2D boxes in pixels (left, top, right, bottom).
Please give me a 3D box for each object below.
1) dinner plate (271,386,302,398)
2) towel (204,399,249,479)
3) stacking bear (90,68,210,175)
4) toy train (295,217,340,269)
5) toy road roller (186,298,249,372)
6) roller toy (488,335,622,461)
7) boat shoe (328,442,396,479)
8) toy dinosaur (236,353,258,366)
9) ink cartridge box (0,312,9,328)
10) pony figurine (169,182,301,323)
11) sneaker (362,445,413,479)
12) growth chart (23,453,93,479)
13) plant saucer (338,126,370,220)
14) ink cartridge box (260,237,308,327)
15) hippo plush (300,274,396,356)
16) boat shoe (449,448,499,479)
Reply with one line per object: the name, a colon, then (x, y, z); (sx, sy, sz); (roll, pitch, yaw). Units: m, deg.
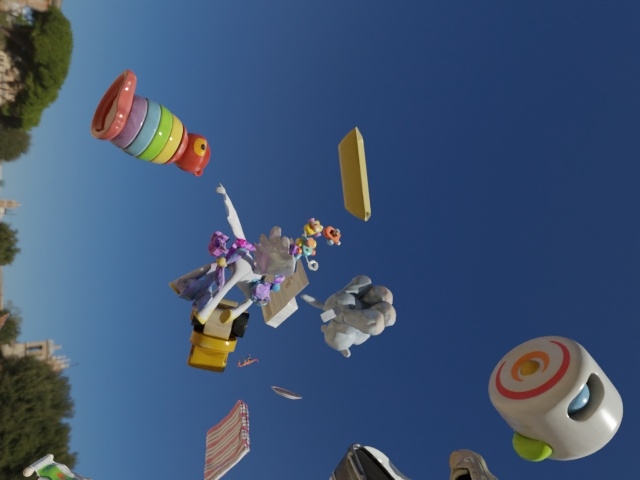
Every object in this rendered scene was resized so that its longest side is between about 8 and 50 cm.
dinner plate: (-0.149, 0.662, 1.896); (0.141, 0.141, 0.017); (2, -111, 49)
towel: (-0.243, 0.512, 1.117); (0.144, 0.029, 0.197); (-44, -162, 2)
stacking bear: (-0.416, -0.270, 1.141); (0.164, 0.289, 0.175); (-13, -117, 39)
toy train: (0.000, 0.000, 1.278); (0.125, 0.166, 0.046); (45, -38, -14)
toy road roller: (-0.406, 0.351, 1.666); (0.329, 0.202, 0.240); (-174, -79, -77)
roller toy: (0.416, 0.275, 0.800); (0.191, 0.209, 0.146); (-37, -83, 27)
boat shoe: (0.111, 0.394, 0.611); (0.102, 0.108, 0.301); (-63, -156, -5)
toy dinosaur: (-0.340, 0.550, 1.996); (0.090, 0.082, 0.047); (-1, -77, 14)
ink cartridge box: (-0.825, 0.225, 0.823); (0.308, 0.385, 0.091); (0, -64, 59)
pony figurine: (-0.217, 0.062, 1.208); (0.303, 0.363, 0.351); (44, -16, 27)
sneaker: (0.125, 0.728, 1.251); (0.236, 0.323, 0.130); (-37, -155, 24)
growth chart: (-0.505, 0.523, 0.935); (0.021, 0.237, 0.172); (-61, -165, -21)
plant saucer: (0.132, -0.246, 1.691); (0.081, 0.333, 0.333); (-6, -84, 9)
ink cartridge box: (-0.154, 0.173, 1.847); (0.261, 0.066, 0.296); (-43, -141, 17)
hippo plush: (0.108, 0.287, 1.464); (0.234, 0.294, 0.236); (41, -44, 39)
boat shoe: (0.436, 0.699, 1.300); (0.302, 0.098, 0.109); (144, -40, -86)
